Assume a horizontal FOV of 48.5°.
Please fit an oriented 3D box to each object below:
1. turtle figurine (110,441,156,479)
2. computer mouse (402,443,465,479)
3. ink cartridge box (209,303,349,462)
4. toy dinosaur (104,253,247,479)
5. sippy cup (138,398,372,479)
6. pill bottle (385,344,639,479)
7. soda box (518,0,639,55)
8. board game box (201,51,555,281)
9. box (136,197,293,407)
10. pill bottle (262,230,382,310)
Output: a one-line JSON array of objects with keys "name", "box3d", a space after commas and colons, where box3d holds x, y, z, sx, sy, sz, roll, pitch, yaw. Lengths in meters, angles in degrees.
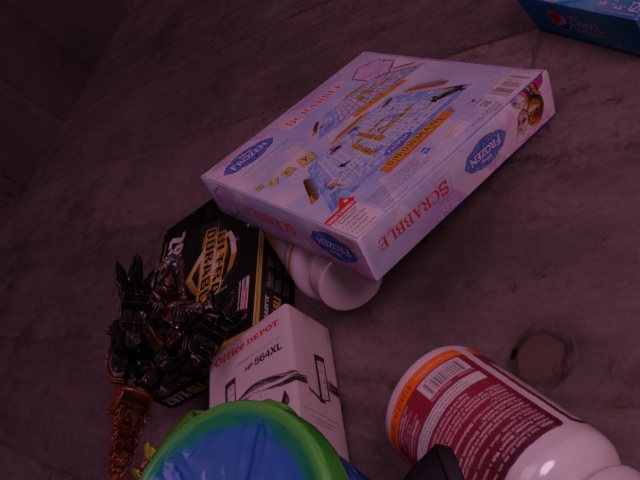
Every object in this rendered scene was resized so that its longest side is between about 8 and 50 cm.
[{"name": "turtle figurine", "box3d": [-0.290, 0.355, 0.907, 0.217, 0.087, 0.269, -24, 6, -26]}, {"name": "computer mouse", "box3d": [0.095, 0.265, 0.471, 0.060, 0.262, 0.184, -17, 46, 2]}, {"name": "ink cartridge box", "box3d": [-0.057, 0.201, 0.848, 0.148, 0.086, 0.203, -37, 38, 23]}, {"name": "toy dinosaur", "box3d": [-0.213, 0.145, 0.935, 0.218, 0.164, 0.322, -51, 45, 43]}, {"name": "sippy cup", "box3d": [-0.017, 0.279, 0.596, 0.240, 0.224, 0.306, -23, 49, 29]}, {"name": "pill bottle", "box3d": [0.159, 0.182, 0.574, 0.121, 0.121, 0.221, -55, 35, -2]}, {"name": "soda box", "box3d": [0.324, -0.275, 0.825, 0.067, 0.071, 0.210, -51, 34, 5]}, {"name": "board game box", "box3d": [0.061, -0.115, 0.878, 0.318, 0.066, 0.318, -40, 37, -21]}, {"name": "box", "box3d": [-0.156, 0.065, 1.094, 0.257, 0.079, 0.322, -32, 40, 32]}, {"name": "pill bottle", "box3d": [0.000, 0.000, 0.928, 0.117, 0.117, 0.215, -48, 35, 8]}]
